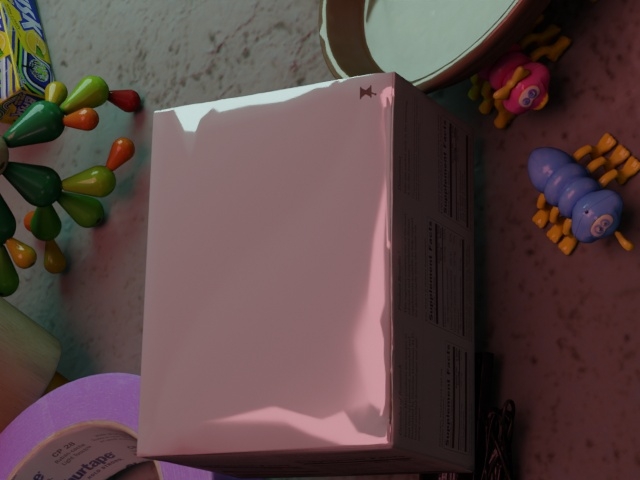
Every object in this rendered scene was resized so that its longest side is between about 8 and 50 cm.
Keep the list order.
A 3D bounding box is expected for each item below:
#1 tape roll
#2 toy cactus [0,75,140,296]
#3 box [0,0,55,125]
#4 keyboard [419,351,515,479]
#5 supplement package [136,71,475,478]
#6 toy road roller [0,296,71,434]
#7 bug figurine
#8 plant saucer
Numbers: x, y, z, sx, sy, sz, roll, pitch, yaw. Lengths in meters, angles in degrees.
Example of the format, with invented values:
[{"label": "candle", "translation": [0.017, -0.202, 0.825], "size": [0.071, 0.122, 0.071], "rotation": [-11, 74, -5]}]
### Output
[{"label": "tape roll", "translation": [-0.175, 0.249, 1.252], "size": [0.275, 0.090, 0.274], "rotation": [-17, 54, 26]}, {"label": "toy cactus", "translation": [-0.270, -0.066, 1.387], "size": [0.219, 0.180, 0.112], "rotation": [-58, 34, 7]}, {"label": "box", "translation": [-0.307, -0.199, 1.508], "size": [0.059, 0.054, 0.169], "rotation": [-30, 65, 29]}, {"label": "keyboard", "translation": [0.112, 0.179, 1.143], "size": [0.100, 0.038, 0.192], "rotation": [-6, 77, 59]}, {"label": "supplement package", "translation": [-0.007, 0.034, 1.130], "size": [0.204, 0.145, 0.262], "rotation": [-6, 73, 27]}, {"label": "toy road roller", "translation": [-0.400, 0.161, 1.412], "size": [0.329, 0.202, 0.240], "rotation": [-49, 24, 1]}, {"label": "bug figurine", "translation": [0.205, -0.137, 1.103], "size": [0.216, 0.072, 0.279], "rotation": [46, 109, 34]}, {"label": "plant saucer", "translation": [0.103, -0.226, 1.169], "size": [0.278, 0.041, 0.278], "rotation": [-31, 46, 38]}]
